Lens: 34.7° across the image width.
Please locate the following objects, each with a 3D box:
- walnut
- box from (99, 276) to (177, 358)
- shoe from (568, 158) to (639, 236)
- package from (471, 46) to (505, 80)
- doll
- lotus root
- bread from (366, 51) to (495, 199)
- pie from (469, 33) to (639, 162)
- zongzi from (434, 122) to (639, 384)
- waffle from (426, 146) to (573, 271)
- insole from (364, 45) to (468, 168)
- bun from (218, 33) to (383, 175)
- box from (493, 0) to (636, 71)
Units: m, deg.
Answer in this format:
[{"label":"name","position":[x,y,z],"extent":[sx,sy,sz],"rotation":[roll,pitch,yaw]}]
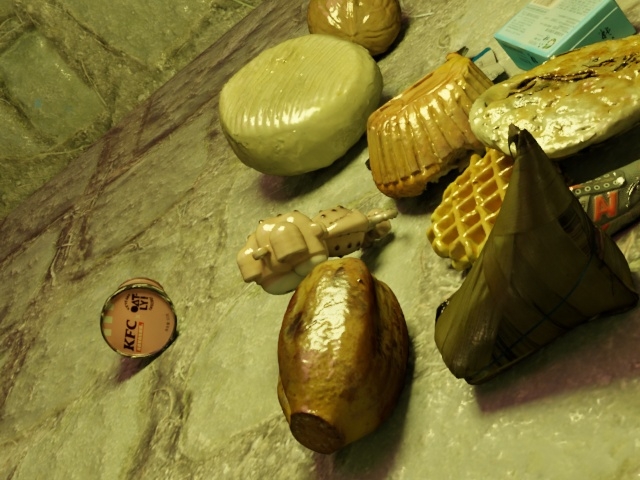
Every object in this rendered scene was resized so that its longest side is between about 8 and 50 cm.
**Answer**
[{"label":"walnut","position":[0.079,-0.515,2.384],"extent":[0.228,0.228,0.228],"rotation":[-35,25,19]},{"label":"box","position":[-0.366,0.148,2.076],"extent":[0.151,0.151,0.135],"rotation":[-43,14,3]},{"label":"shoe","position":[0.356,-0.050,1.318],"extent":[0.194,0.077,0.074],"rotation":[-41,23,8]},{"label":"package","position":[0.265,-0.290,1.933],"extent":[0.171,0.027,0.173],"rotation":[-40,18,17]},{"label":"doll","position":[-0.001,0.001,1.647],"extent":[0.278,0.119,0.154],"rotation":[-17,-12,-35]},{"label":"lotus root","position":[0.018,0.162,1.390],"extent":[0.193,0.193,0.291],"rotation":[-30,30,28]},{"label":"bread","position":[0.188,-0.189,1.738],"extent":[0.274,0.149,0.274],"rotation":[-35,16,12]},{"label":"pie","position":[0.377,-0.215,1.478],"extent":[0.339,0.077,0.339],"rotation":[-22,24,10]},{"label":"zongzi","position":[0.197,0.028,1.183],"extent":[0.260,0.289,0.123],"rotation":[-33,38,21]},{"label":"waffle","position":[0.275,-0.071,1.503],"extent":[0.283,0.065,0.309],"rotation":[-54,26,-21]},{"label":"insole","position":[0.187,-0.260,1.993],"extent":[0.309,0.012,0.110],"rotation":[-52,14,-11]},{"label":"bun","position":[-0.035,-0.266,2.135],"extent":[0.362,0.234,0.326],"rotation":[-16,39,20]},{"label":"box","position":[0.407,-0.350,1.735],"extent":[0.142,0.083,0.232],"rotation":[-42,25,3]}]
